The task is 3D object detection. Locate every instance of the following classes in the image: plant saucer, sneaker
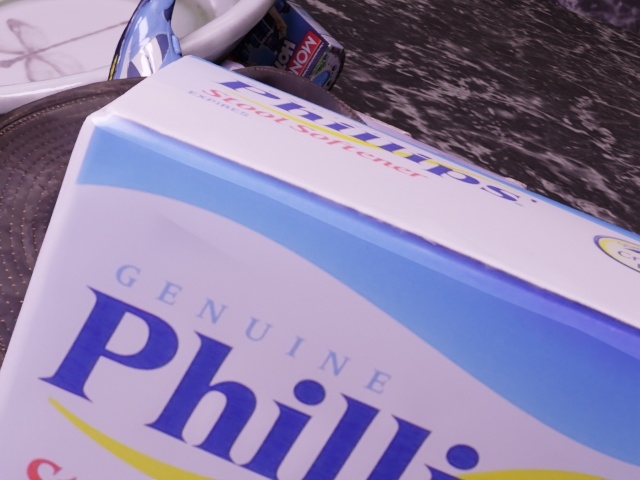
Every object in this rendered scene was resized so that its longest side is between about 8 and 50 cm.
[{"bbox_3d":[-0.220,-0.168,1.413,0.400,0.100,0.400,-5,33,3],"label":"plant saucer"},{"bbox_3d":[-0.115,-0.112,1.208,0.059,0.144,0.053,16,-19,-12],"label":"sneaker"}]

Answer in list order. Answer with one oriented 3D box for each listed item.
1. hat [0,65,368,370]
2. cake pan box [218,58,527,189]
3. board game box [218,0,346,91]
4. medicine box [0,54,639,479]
[{"bbox_3d":[-0.053,-0.019,1.056,0.331,0.134,0.331,12,51,-15],"label":"hat"},{"bbox_3d":[-0.017,-0.004,1.227,0.267,0.070,0.246,23,39,9],"label":"cake pan box"},{"bbox_3d":[-0.055,-0.119,1.516,0.194,0.194,0.060,47,26,24],"label":"board game box"},{"bbox_3d":[0.004,0.112,0.691,0.263,0.289,0.149,22,18,4],"label":"medicine box"}]
